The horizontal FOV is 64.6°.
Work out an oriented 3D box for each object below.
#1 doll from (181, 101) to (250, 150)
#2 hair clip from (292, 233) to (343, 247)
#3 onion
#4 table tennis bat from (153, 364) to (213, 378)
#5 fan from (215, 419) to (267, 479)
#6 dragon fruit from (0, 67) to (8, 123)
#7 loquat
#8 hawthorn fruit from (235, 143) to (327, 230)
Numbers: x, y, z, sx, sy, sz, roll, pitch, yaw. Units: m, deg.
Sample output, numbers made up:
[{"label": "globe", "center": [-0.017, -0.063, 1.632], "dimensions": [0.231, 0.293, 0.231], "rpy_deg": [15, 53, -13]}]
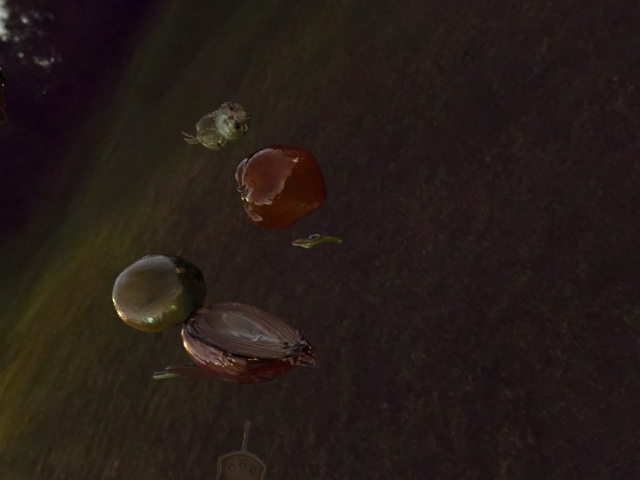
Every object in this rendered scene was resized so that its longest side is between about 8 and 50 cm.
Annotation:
[{"label": "doll", "center": [-0.291, -0.312, 1.438], "dimensions": [0.221, 0.105, 0.115], "rpy_deg": [-24, 10, 28]}, {"label": "hair clip", "center": [0.000, 0.000, 1.671], "dimensions": [0.060, 0.188, 0.033], "rpy_deg": [23, 113, 49]}, {"label": "onion", "center": [-0.140, 0.226, 1.023], "dimensions": [0.284, 0.227, 0.120], "rpy_deg": [17, 106, 22]}, {"label": "table tennis bat", "center": [-0.412, 0.395, 1.507], "dimensions": [0.234, 0.131, 0.022], "rpy_deg": [-14, 57, 32]}, {"label": "fan", "center": [-0.200, 0.572, 1.307], "dimensions": [0.009, 0.132, 0.220], "rpy_deg": [119, 161, -44]}, {"label": "dragon fruit", "center": [-0.780, -0.263, 1.060], "dimensions": [0.211, 0.147, 0.282], "rpy_deg": [14, 42, 36]}, {"label": "loquat", "center": [-0.359, 0.117, 1.134], "dimensions": [0.227, 0.179, 0.179], "rpy_deg": [-4, 59, 39]}, {"label": "hawthorn fruit", "center": [-0.078, -0.110, 1.029], "dimensions": [0.189, 0.189, 0.189], "rpy_deg": [-41, 33, 34]}]
